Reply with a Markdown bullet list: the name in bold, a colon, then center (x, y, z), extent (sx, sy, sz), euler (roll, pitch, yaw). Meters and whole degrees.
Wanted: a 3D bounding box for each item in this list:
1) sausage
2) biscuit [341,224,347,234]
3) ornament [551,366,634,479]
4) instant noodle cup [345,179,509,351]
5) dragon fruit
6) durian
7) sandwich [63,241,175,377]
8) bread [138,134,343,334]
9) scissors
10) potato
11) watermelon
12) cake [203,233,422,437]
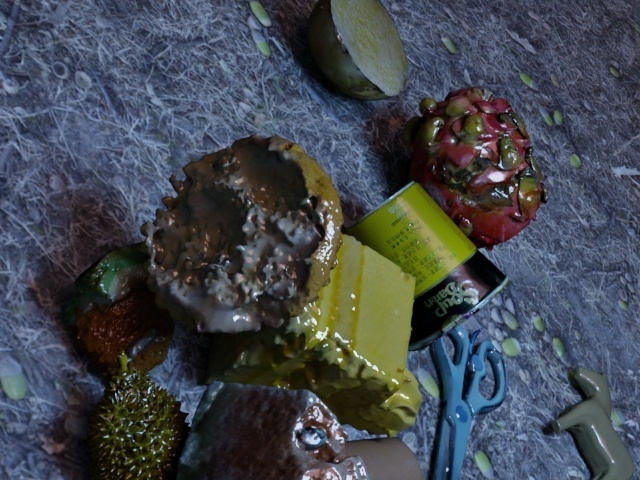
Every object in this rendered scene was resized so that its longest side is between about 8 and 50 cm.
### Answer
- **sausage**: center (0.021, 0.345, 1.483), extent (0.253, 0.123, 0.123), euler (3, 63, -41)
- **biscuit**: center (0.009, 0.000, 1.773), extent (0.206, 0.025, 0.126), euler (49, 41, -8)
- **ornament**: center (0.514, 0.357, 1.993), extent (0.245, 0.061, 0.230), euler (-14, 72, -46)
- **instant noodle cup**: center (0.165, 0.036, 1.762), extent (0.236, 0.215, 0.215), euler (53, 41, 0)
- **dragon fruit**: center (0.267, -0.137, 1.929), extent (0.291, 0.269, 0.250), euler (63, 2, -23)
- **durian**: center (-0.219, 0.234, 1.315), extent (0.146, 0.102, 0.208), euler (-11, 90, -43)
- **sandwich**: center (-0.240, 0.090, 1.411), extent (0.185, 0.109, 0.160), euler (-30, 84, -49)
- **bread**: center (-0.091, 0.000, 1.358), extent (0.149, 0.274, 0.274), euler (45, 29, -64)
- **scissors**: center (0.237, 0.296, 1.789), extent (0.180, 0.032, 0.393), euler (39, 42, -18)
- **potato**: center (0.061, -0.360, 1.998), extent (0.239, 0.116, 0.299), euler (59, 29, -5)
- **watermelon**: center (-0.085, 0.302, 1.257), extent (0.151, 0.302, 0.264), euler (44, 37, -30)
- **cake**: center (0.015, 0.146, 1.535), extent (0.286, 0.222, 0.227), euler (31, 48, -25)
